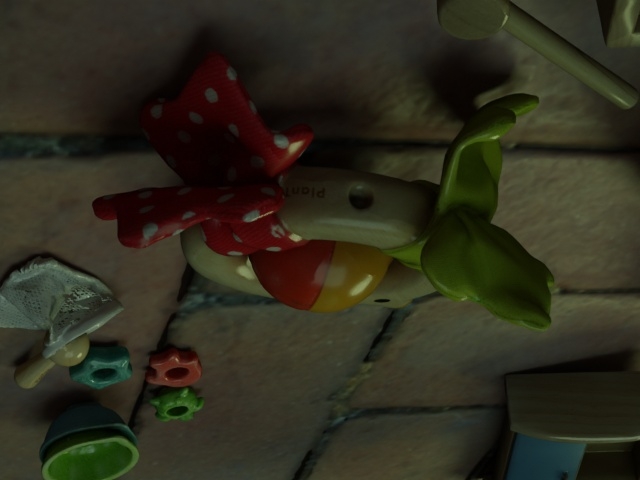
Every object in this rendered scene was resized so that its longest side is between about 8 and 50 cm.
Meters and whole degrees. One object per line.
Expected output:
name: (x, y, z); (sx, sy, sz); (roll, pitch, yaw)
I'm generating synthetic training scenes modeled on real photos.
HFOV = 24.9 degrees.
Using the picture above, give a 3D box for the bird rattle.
bird rattle: (0.000, 0.000, 0.798); (0.253, 0.143, 0.207); (-2, 161, -15)

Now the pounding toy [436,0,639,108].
pounding toy: (0.152, -0.148, 0.669); (0.206, 0.094, 0.181); (-4, 152, 0)

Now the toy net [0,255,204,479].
toy net: (-0.140, 0.086, 0.935); (0.122, 0.045, 0.232); (-12, 147, -4)

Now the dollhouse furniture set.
dollhouse furniture set: (0.262, 0.281, 1.119); (0.286, 0.303, 0.198); (-1, 147, -1)
